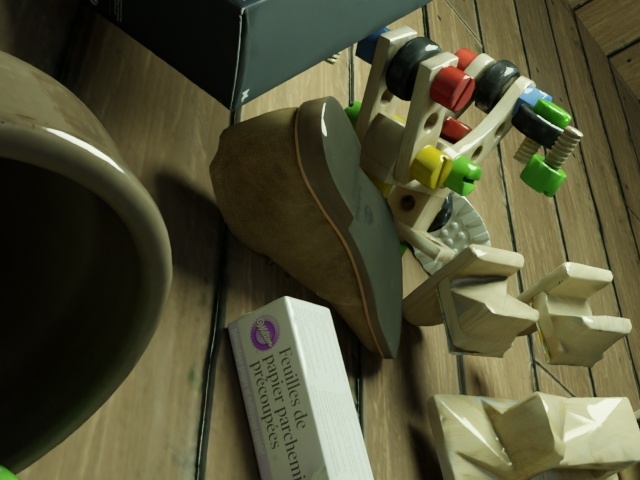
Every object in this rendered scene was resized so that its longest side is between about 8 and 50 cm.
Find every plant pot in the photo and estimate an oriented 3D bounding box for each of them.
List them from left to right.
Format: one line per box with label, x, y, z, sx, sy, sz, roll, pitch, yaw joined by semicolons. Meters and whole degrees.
plant pot;-0.225;-0.027;0.435;0.263;0.263;0.229;18;34;-53

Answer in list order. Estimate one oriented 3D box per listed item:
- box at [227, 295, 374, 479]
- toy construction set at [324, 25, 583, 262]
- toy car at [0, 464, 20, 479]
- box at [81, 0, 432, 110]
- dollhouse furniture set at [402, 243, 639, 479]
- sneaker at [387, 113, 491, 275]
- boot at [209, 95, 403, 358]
box;0.004;0.203;0.780;0.067;0.063;0.324;20;49;-54
toy construction set;0.061;-0.100;1.032;0.309;0.237;0.257;31;19;1
toy car;-0.191;0.170;0.386;0.225;0.053;0.239;-44;107;-31
box;-0.041;-0.240;0.874;0.184;0.103;0.261;39;51;21
dollhouse furniture set;0.262;0.245;1.094;0.394;0.256;0.362;9;54;-32
sneaker;0.129;-0.048;1.206;0.235;0.090;0.095;57;17;-13
boot;0.000;0.000;0.929;0.305;0.115;0.112;64;25;-43
